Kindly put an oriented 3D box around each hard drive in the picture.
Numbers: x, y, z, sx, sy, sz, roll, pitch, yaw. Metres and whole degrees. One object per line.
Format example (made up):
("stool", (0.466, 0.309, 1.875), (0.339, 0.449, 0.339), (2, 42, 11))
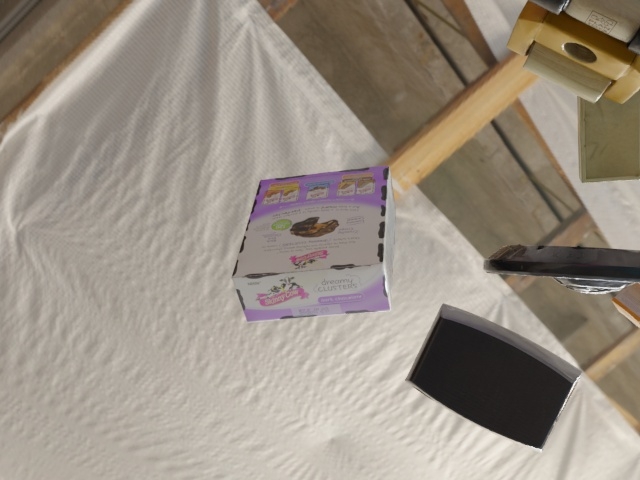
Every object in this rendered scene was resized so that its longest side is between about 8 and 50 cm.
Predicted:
("hard drive", (0.284, 0.230, 1.258), (0.255, 0.054, 0.172), (27, -84, 13))

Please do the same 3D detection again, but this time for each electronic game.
("electronic game", (0.289, 0.033, 0.801), (0.229, 0.229, 0.048), (4, -91, -23))

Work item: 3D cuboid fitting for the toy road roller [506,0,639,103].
("toy road roller", (0.423, -0.362, 1.076), (0.202, 0.329, 0.240), (29, -95, 7))

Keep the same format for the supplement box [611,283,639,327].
("supplement box", (0.486, 0.079, 1.100), (0.098, 0.062, 0.036), (-42, -56, 5))

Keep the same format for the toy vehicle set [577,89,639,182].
("toy vehicle set", (0.572, -0.187, 1.265), (0.267, 0.035, 0.166), (-3, -70, 13))

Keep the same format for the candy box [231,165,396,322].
("candy box", (0.000, 0.000, 0.874), (0.165, 0.196, 0.070), (-5, -54, 11))
